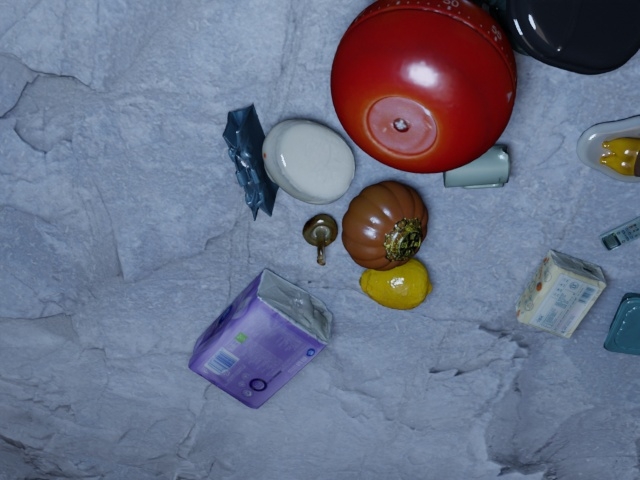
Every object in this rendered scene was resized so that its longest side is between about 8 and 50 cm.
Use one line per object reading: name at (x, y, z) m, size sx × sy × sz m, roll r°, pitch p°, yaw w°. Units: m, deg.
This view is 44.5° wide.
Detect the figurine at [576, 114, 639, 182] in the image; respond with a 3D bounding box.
figurine at (0.704, -0.173, 1.728) m, size 0.249 × 0.141 × 0.167 m, roll 0°, pitch 124°, yaw 7°

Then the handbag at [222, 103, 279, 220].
handbag at (-0.160, -0.178, 1.805) m, size 0.062 × 0.179 × 0.229 m, roll -11°, pitch 122°, yaw 13°

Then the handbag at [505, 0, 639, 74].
handbag at (0.508, -0.460, 1.528) m, size 0.307 × 0.093 × 0.254 m, roll 10°, pitch 92°, yaw -17°

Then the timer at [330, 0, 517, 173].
timer at (0.205, -0.312, 1.586) m, size 0.377 × 0.279 × 0.378 m, roll 16°, pitch 143°, yaw 12°

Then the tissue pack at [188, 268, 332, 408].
tissue pack at (-0.157, 0.263, 2.098) m, size 0.242 × 0.160 × 0.338 m, roll 36°, pitch 119°, yaw -17°

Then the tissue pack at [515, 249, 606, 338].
tissue pack at (0.600, 0.137, 1.967) m, size 0.148 × 0.092 × 0.196 m, roll 19°, pitch 121°, yaw -6°

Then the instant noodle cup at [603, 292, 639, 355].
instant noodle cup at (0.818, 0.209, 2.000) m, size 0.157 × 0.070 × 0.179 m, roll 9°, pitch 123°, yaw 0°

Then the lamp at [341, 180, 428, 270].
lamp at (0.153, -0.033, 1.849) m, size 0.223 × 0.196 × 0.223 m, roll -19°, pitch 127°, yaw -27°

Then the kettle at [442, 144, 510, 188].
kettle at (0.357, -0.162, 1.804) m, size 0.147 × 0.098 × 0.127 m, roll -2°, pitch 117°, yaw 4°

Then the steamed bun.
steamed bun at (-0.035, -0.182, 1.805) m, size 0.228 × 0.130 × 0.177 m, roll 27°, pitch 80°, yaw -25°

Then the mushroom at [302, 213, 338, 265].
mushroom at (-0.002, -0.001, 1.956) m, size 0.088 × 0.073 × 0.130 m, roll 2°, pitch 89°, yaw -11°

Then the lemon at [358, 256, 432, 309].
lemon at (0.189, 0.104, 1.967) m, size 0.187 × 0.142 × 0.142 m, roll 3°, pitch 123°, yaw 10°

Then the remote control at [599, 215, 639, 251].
remote control at (0.741, -0.018, 1.894) m, size 0.124 × 0.018 × 0.053 m, roll -28°, pitch 114°, yaw 22°

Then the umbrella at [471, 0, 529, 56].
umbrella at (0.420, -0.468, 1.603) m, size 0.348 × 0.094 × 0.143 m, roll 35°, pitch 124°, yaw -17°
